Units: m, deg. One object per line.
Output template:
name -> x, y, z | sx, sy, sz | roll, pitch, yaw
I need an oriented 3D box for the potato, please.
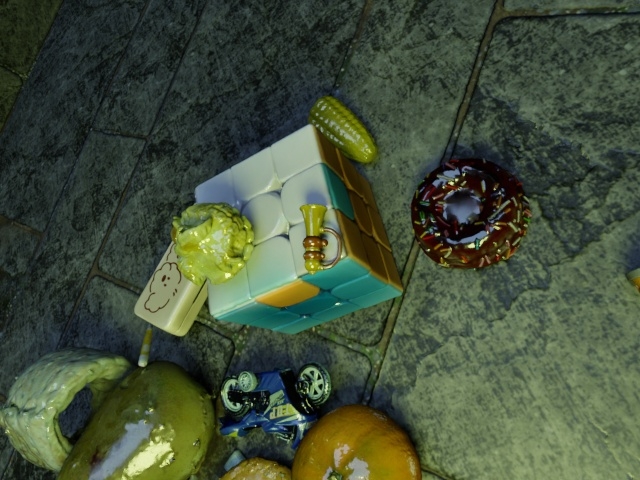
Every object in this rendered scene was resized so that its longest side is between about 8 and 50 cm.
potato -> -0.385, 0.446, 1.005 | 0.269, 0.219, 0.359 | 17, 59, 30

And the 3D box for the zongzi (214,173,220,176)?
zongzi -> -0.241, -0.173, 1.272 | 0.104, 0.052, 0.113 | -31, 48, 9

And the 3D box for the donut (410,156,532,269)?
donut -> 0.282, -0.061, 0.908 | 0.235, 0.089, 0.235 | -11, 66, 26

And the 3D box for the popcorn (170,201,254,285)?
popcorn -> -0.180, 0.003, 0.785 | 0.135, 0.162, 0.142 | -21, 84, -16

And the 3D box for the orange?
orange -> 0.056, 0.414, 0.822 | 0.240, 0.171, 0.240 | -10, 70, 28

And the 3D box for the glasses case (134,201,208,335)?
glasses case -> -0.330, 0.064, 1.189 | 0.144, 0.076, 0.337 | 17, 73, 31

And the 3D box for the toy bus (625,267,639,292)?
toy bus -> 0.582, 0.058, 0.678 | 0.209, 0.126, 0.136 | -24, 72, 21

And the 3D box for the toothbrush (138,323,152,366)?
toothbrush -> -0.422, 0.233, 1.148 | 0.288, 0.021, 0.024 | -138, 66, -70

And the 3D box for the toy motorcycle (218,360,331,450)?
toy motorcycle -> -0.100, 0.350, 0.974 | 0.315, 0.113, 0.169 | -19, 74, 33

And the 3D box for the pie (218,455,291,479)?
pie -> -0.111, 0.570, 0.915 | 0.273, 0.069, 0.274 | -4, 76, 14

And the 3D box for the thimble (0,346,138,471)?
thimble -> -0.583, 0.403, 1.120 | 0.195, 0.291, 0.292 | -3, 72, 30

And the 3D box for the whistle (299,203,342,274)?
whistle -> -0.001, 0.000, 0.735 | 0.046, 0.057, 0.109 | 141, 126, -67

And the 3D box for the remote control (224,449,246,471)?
remote control -> -0.159, 0.512, 1.002 | 0.124, 0.018, 0.053 | 35, 93, 33

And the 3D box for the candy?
candy -> 0.058, -0.253, 1.101 | 0.106, 0.094, 0.199 | -45, 63, 2

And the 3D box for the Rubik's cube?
Rubik's cube -> -0.041, 0.000, 0.947 | 0.290, 0.291, 0.291 | -24, 63, 21
